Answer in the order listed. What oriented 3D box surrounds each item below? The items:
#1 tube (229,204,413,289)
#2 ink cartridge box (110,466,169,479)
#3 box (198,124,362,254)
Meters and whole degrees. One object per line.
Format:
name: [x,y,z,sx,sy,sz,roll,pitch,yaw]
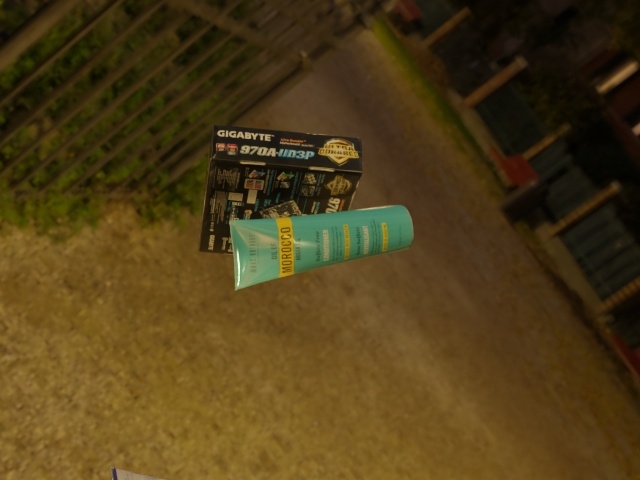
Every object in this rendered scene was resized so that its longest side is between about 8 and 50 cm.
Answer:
tube: [0.000,0.000,1.215,0.052,0.207,0.080,-148,-129,-65]
ink cartridge box: [-0.150,0.427,1.542,0.332,0.065,0.165,22,23,-28]
box: [-0.054,-0.050,1.320,0.220,0.175,0.051,106,-13,-59]
